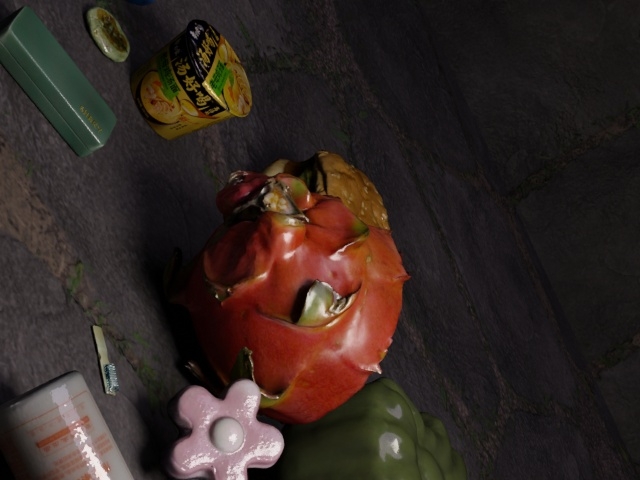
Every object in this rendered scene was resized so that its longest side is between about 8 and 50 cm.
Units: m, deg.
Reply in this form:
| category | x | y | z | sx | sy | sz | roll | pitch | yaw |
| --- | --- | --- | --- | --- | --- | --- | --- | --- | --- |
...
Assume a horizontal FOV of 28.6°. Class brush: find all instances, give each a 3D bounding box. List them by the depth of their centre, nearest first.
| category | x | y | z | sx | sy | sz | roll | pitch | yaw |
| --- | --- | --- | --- | --- | --- | --- | --- | --- | --- |
| brush | -0.241 | 0.133 | 1.409 | 0.016 | 0.013 | 0.084 | 22 | 45 | -56 |

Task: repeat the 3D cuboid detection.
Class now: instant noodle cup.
| category | x | y | z | sx | sy | sz | roll | pitch | yaw |
| --- | --- | --- | --- | --- | --- | --- | --- | --- | --- |
| instant noodle cup | -0.185 | -0.219 | 1.766 | 0.151 | 0.122 | 0.151 | 46 | 31 | -38 |

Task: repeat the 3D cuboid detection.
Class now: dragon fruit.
| category | x | y | z | sx | sy | sz | roll | pitch | yaw |
| --- | --- | --- | --- | --- | --- | --- | --- | --- | --- |
| dragon fruit | -0.062 | 0.057 | 1.548 | 0.226 | 0.305 | 0.305 | 36 | 34 | -36 |

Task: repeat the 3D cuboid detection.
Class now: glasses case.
| category | x | y | z | sx | sy | sz | roll | pitch | yaw |
| --- | --- | --- | --- | --- | --- | --- | --- | --- | --- |
| glasses case | -0.325 | -0.193 | 1.535 | 0.184 | 0.039 | 0.078 | 53 | 24 | -24 |

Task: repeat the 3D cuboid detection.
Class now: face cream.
| category | x | y | z | sx | sy | sz | roll | pitch | yaw |
| --- | --- | --- | --- | --- | --- | --- | --- | --- | --- |
| face cream | -0.221 | 0.256 | 1.204 | 0.252 | 0.101 | 0.101 | 64 | 22 | -1 |

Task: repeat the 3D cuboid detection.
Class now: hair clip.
| category | x | y | z | sx | sy | sz | roll | pitch | yaw |
| --- | --- | --- | --- | --- | --- | --- | --- | --- | --- |
| hair clip | -0.107 | 0.280 | 1.390 | 0.075 | 0.146 | 0.257 | 149 | -57 | -71 |

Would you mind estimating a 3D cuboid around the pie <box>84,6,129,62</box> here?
| category | x | y | z | sx | sy | sz | roll | pitch | yaw |
| --- | --- | --- | --- | --- | --- | --- | --- | --- | --- |
| pie | -0.294 | -0.286 | 1.732 | 0.085 | 0.017 | 0.085 | 48 | 26 | -34 |

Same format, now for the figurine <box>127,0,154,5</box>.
| category | x | y | z | sx | sy | sz | roll | pitch | yaw |
| --- | --- | --- | --- | --- | --- | --- | --- | --- | --- |
| figurine | -0.268 | -0.411 | 1.852 | 0.086 | 0.087 | 0.149 | 17 | 37 | -9 |

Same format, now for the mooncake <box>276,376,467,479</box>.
| category | x | y | z | sx | sy | sz | roll | pitch | yaw |
| --- | --- | --- | --- | --- | --- | --- | --- | --- | --- |
| mooncake | 0.086 | 0.353 | 1.613 | 0.351 | 0.187 | 0.351 | -15 | 90 | -74 |

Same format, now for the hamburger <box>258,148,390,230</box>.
| category | x | y | z | sx | sy | sz | roll | pitch | yaw |
| --- | --- | --- | --- | --- | --- | --- | --- | --- | --- |
| hamburger | -0.003 | 0.000 | 1.879 | 0.209 | 0.162 | 0.330 | 25 | 49 | -59 |
